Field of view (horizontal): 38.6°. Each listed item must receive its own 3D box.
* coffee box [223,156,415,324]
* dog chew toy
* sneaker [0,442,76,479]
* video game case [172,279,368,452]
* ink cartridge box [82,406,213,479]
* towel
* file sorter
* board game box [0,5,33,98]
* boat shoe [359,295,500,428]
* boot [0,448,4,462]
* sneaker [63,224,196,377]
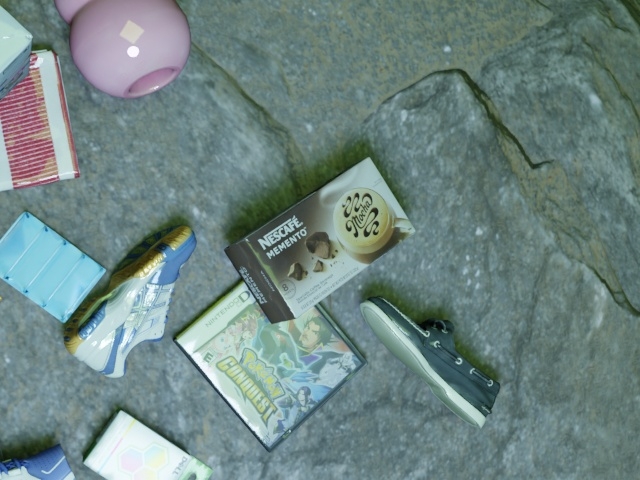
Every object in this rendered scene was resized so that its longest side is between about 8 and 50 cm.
[{"bbox_3d":[0.000,0.000,1.649,0.297,0.119,0.168,-34,95,-25],"label":"coffee box"},{"bbox_3d":[-0.361,-0.416,1.571,0.207,0.206,0.331,-25,85,-15],"label":"dog chew toy"},{"bbox_3d":[-0.558,0.393,1.435,0.316,0.127,0.182,-31,102,-23],"label":"sneaker"},{"bbox_3d":[-0.089,0.204,1.680,0.248,0.035,0.275,-41,97,-14],"label":"video game case"},{"bbox_3d":[-0.298,0.396,1.598,0.209,0.062,0.109,37,77,-10],"label":"ink cartridge box"},{"bbox_3d":[-0.600,-0.196,1.571,0.329,0.037,0.236,-10,90,-15],"label":"towel"},{"bbox_3d":[-0.469,0.046,1.554,0.170,0.104,0.118,38,79,-10],"label":"file sorter"},{"bbox_3d":[-0.555,-0.237,1.409,0.097,0.303,0.224,43,77,-14],"label":"board game box"},{"bbox_3d":[0.217,0.204,1.715,0.340,0.127,0.113,45,76,-10],"label":"boat shoe"},{"bbox_3d":[-0.626,0.328,1.518,0.190,0.076,0.208,-4,94,-14],"label":"boot"},{"bbox_3d":[-0.310,0.106,1.607,0.296,0.112,0.131,-48,116,-11],"label":"sneaker"}]
